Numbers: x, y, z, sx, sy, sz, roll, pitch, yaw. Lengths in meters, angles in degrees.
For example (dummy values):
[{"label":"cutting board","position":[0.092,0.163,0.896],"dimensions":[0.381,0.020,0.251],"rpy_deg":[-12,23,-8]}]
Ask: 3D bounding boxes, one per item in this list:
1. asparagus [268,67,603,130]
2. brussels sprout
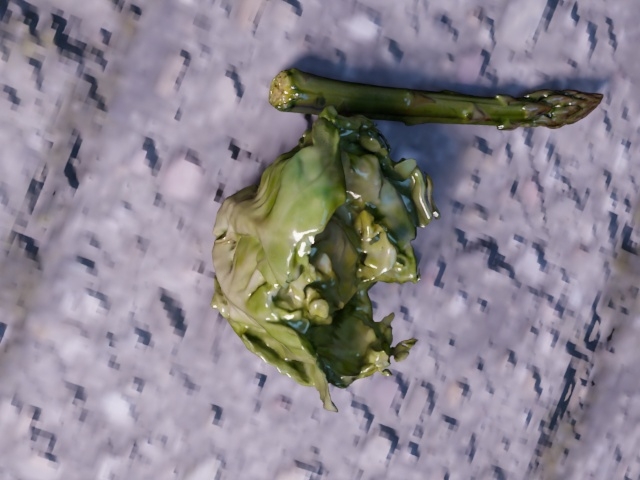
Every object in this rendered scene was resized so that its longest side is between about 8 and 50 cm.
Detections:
[{"label":"asparagus","position":[0.037,-0.042,0.587],"dimensions":[0.114,0.015,0.014],"rpy_deg":[1,65,-29]},{"label":"brussels sprout","position":[0.000,0.000,0.554],"dimensions":[0.085,0.058,0.085],"rpy_deg":[-20,117,-46]}]
